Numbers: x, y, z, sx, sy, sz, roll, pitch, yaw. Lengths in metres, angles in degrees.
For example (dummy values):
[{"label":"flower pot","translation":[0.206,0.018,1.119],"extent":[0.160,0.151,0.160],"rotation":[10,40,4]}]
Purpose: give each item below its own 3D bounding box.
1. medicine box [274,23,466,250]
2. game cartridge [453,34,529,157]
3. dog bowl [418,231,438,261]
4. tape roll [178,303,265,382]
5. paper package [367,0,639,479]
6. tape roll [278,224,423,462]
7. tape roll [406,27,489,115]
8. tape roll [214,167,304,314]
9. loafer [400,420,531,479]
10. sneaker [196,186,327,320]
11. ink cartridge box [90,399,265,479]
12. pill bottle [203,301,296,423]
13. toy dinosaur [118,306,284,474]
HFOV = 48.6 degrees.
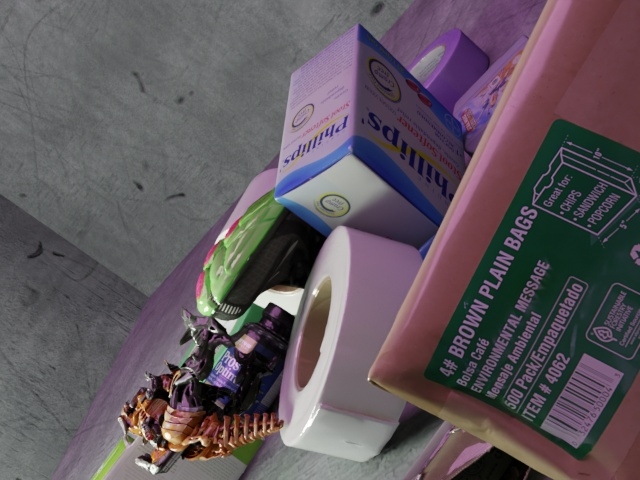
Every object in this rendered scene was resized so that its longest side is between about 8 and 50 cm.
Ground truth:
[{"label":"medicine box","translation":[0.085,-0.123,1.057],"extent":[0.149,0.263,0.289],"rotation":[-31,38,33]},{"label":"game cartridge","translation":[0.309,-0.230,1.186],"extent":[0.198,0.062,0.297],"rotation":[-42,18,21]},{"label":"dog bowl","translation":[0.188,0.051,0.852],"extent":[0.166,0.074,0.297],"rotation":[-55,15,-11]},{"label":"tape roll","translation":[-0.218,0.245,1.610],"extent":[0.321,0.077,0.321],"rotation":[-47,16,18]},{"label":"paper package","translation":[0.193,-0.026,0.496],"extent":[0.325,0.168,0.309],"rotation":[-64,-15,4]},{"label":"tape roll","translation":[0.034,0.129,0.899],"extent":[0.286,0.100,0.286],"rotation":[-164,90,-79]},{"label":"tape roll","translation":[0.236,-0.326,1.548],"extent":[0.275,0.090,0.275],"rotation":[-47,16,17]},{"label":"tape roll","translation":[-0.064,0.003,1.382],"extent":[0.246,0.246,0.169],"rotation":[-37,21,45]},{"label":"loafer","translation":[0.101,0.250,0.612],"extent":[0.251,0.094,0.087],"rotation":[-56,11,-14]},{"label":"sneaker","translation":[0.000,0.000,1.116],"extent":[0.185,0.202,0.482],"rotation":[-41,-5,42]},{"label":"ink cartridge box","translation":[-0.242,0.377,1.163],"extent":[0.255,0.188,0.097],"rotation":[-54,13,-16]},{"label":"pill bottle","translation":[-0.115,0.224,1.258],"extent":[0.219,0.122,0.123],"rotation":[-56,15,-11]},{"label":"toy dinosaur","translation":[-0.162,0.238,1.009],"extent":[0.321,0.164,0.219],"rotation":[11,60,29]}]
